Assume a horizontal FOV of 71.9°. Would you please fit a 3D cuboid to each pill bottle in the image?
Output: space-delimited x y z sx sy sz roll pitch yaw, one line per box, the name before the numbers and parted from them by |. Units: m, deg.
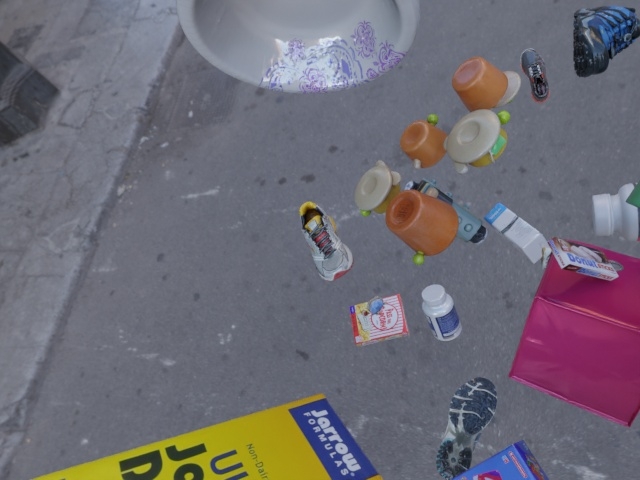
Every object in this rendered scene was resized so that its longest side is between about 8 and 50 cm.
pill bottle | 0.260 0.155 0.956 0.067 0.120 0.067 -20 32 13
pill bottle | 0.997 -0.089 1.312 0.318 0.176 0.177 -5 62 30

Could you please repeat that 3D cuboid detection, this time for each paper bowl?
paper bowl | -0.024 -0.313 0.538 0.284 0.284 0.148 -2 80 21

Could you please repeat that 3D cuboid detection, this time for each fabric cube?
fabric cube | 0.604 0.190 0.991 0.254 0.259 0.258 20 38 28

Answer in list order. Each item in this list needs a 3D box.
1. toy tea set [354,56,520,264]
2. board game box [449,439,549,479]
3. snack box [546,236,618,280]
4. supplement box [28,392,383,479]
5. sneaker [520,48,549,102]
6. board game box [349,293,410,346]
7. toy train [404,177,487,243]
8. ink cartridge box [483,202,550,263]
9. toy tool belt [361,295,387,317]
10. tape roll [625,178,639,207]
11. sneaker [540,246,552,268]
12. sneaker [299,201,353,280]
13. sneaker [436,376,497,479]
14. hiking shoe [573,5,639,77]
toy tea set | 0.213 -0.124 0.728 0.336 0.124 0.200 -50 38 20
board game box | 0.381 0.598 0.821 0.233 0.078 0.347 -42 55 21
snack box | 0.526 0.038 0.883 0.022 0.178 0.064 -48 42 42
supplement box | -0.116 0.296 0.340 0.194 0.356 0.196 42 128 47
sneaker | 0.619 -0.475 1.258 0.061 0.065 0.158 -21 91 23
board game box | 0.211 0.289 1.592 0.193 0.045 0.147 -17 57 14
toy train | 0.447 -0.099 1.578 0.142 0.333 0.190 -54 19 13
ink cartridge box | 0.720 -0.028 1.617 0.086 0.148 0.203 -46 42 12
toy tool belt | 0.176 0.221 1.442 0.083 0.052 0.051 -42 27 -13
tape roll | 0.816 -0.040 0.908 0.321 0.321 0.077 36 112 33
sneaker | 0.668 0.054 1.294 0.036 0.083 0.032 -3 47 16
sneaker | 0.000 0.000 0.989 0.088 0.093 0.225 -34 45 7
sneaker | 0.396 0.511 1.221 0.110 0.122 0.283 25 81 24
hiking shoe | 0.630 -0.457 0.968 0.132 0.113 0.304 0 41 30
